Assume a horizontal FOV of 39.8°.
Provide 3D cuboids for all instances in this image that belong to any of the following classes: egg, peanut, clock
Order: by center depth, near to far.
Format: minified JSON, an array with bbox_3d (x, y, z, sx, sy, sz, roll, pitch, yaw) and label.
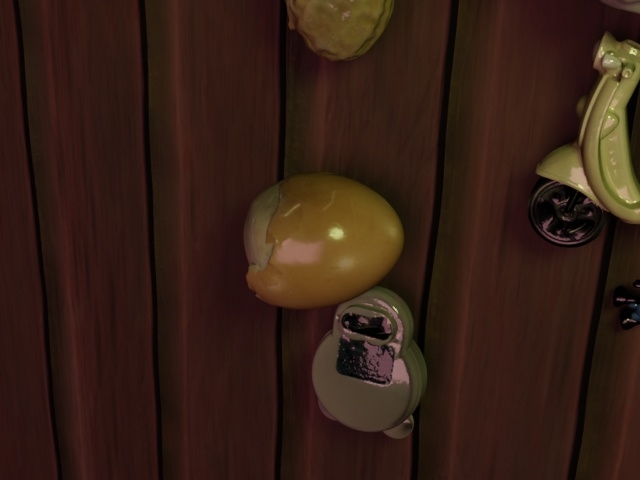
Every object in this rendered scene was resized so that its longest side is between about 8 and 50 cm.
[{"bbox_3d":[0.443,-0.121,1.074,0.379,0.120,0.276,1,113,20],"label":"clock"},{"bbox_3d":[0.031,-0.402,1.134,0.174,0.158,0.340,33,120,45],"label":"peanut"},{"bbox_3d":[0.000,0.000,1.276,0.244,0.201,0.201,-2,109,14],"label":"egg"}]

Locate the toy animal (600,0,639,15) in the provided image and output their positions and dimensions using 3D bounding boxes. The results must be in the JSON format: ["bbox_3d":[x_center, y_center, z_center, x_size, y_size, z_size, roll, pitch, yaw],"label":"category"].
[{"bbox_3d":[0.395,-0.317,0.942,0.357,0.258,0.194,33,151,3],"label":"toy animal"}]

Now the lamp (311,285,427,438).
[{"bbox_3d":[0.079,0.181,1.361,0.179,0.108,0.246,11,112,17],"label":"lamp"}]

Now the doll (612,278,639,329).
[{"bbox_3d":[0.486,0.081,1.154,0.195,0.070,0.096,-10,121,35],"label":"doll"}]
